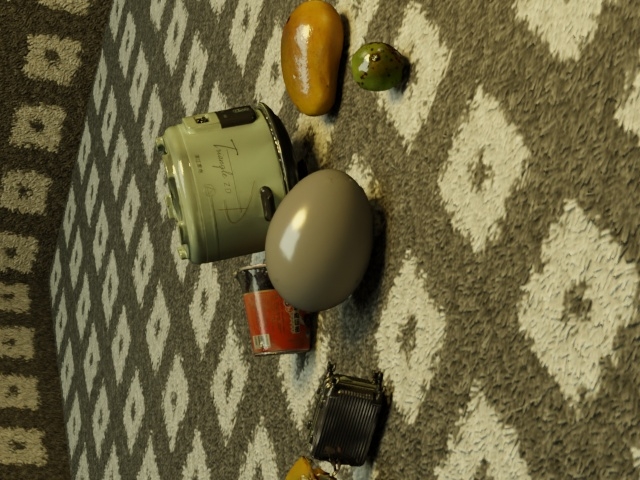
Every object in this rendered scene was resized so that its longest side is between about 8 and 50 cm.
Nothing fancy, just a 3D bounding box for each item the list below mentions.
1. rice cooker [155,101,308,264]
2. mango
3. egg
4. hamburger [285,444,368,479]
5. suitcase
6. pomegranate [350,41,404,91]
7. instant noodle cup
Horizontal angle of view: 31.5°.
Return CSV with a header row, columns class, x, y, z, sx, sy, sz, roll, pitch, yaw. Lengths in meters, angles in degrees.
class,x,y,z,sx,sy,sz,roll,pitch,yaw
rice cooker,-0.131,-0.090,1.803,0.280,0.227,0.241,-126,26,-66
mango,-0.014,-0.282,1.759,0.115,0.090,0.178,16,106,60
egg,0.000,0.000,1.555,0.146,0.146,0.199,32,107,66
hamburger,0.011,0.401,1.418,0.243,0.138,0.262,-127,48,-57
suitcase,0.033,0.231,1.490,0.059,0.086,0.126,-101,24,-70
pomegranate,0.083,-0.235,1.546,0.073,0.084,0.073,-2,87,39
instant noodle cup,-0.064,0.106,1.733,0.127,0.127,0.136,157,109,-65
